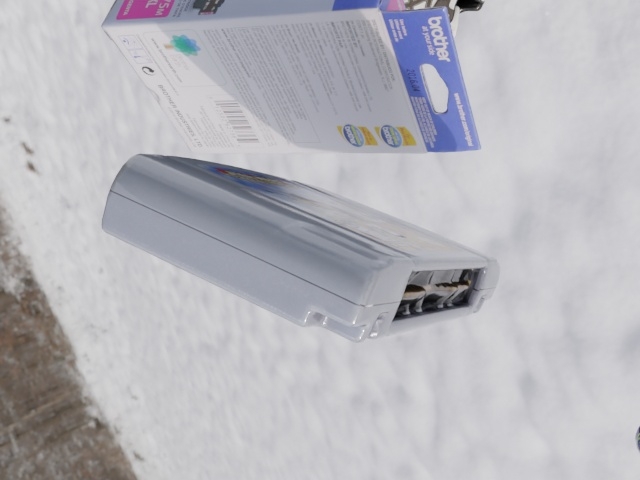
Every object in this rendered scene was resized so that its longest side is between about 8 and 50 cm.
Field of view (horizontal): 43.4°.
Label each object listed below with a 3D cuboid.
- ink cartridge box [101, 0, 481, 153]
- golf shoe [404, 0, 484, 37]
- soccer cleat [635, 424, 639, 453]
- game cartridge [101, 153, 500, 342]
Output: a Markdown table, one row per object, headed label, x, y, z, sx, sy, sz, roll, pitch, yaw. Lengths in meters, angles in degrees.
| label | x | y | z | sx | sy | sz | roll | pitch | yaw |
| --- | --- | --- | --- | --- | --- | --- | --- | --- | --- |
| ink cartridge box | -0.017 | -0.154 | 0.731 | 0.311 | 0.065 | 0.185 | 5 | 150 | 24 |
| golf shoe | 0.115 | -0.268 | 0.964 | 0.094 | 0.198 | 0.077 | 48 | 166 | 9 |
| soccer cleat | 0.288 | 0.043 | 0.417 | 0.121 | 0.289 | 0.093 | 41 | 165 | 40 |
| game cartridge | 0.000 | 0.000 | 0.562 | 0.198 | 0.297 | 0.062 | 28 | 100 | 22 |
